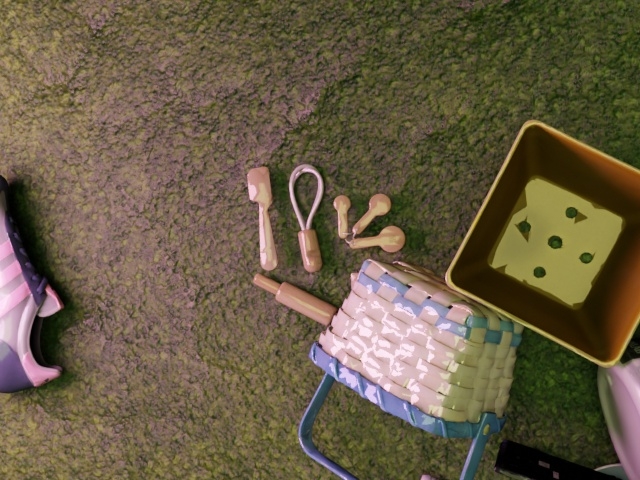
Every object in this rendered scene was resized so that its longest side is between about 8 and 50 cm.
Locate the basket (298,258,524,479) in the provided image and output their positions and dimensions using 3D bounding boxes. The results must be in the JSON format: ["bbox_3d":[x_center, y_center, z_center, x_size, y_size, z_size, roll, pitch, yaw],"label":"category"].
[{"bbox_3d":[0.107,0.188,1.059,0.254,0.201,0.289,31,98,39],"label":"basket"}]

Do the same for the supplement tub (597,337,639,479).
[{"bbox_3d":[0.503,0.179,1.002,0.315,0.193,0.194,-14,87,1],"label":"supplement tub"}]

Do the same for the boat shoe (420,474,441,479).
[{"bbox_3d":[0.136,0.406,1.151,0.063,0.066,0.184,17,83,11],"label":"boat shoe"}]

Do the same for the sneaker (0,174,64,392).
[{"bbox_3d":[-0.432,0.056,1.239,0.131,0.112,0.319,-2,92,-7],"label":"sneaker"}]

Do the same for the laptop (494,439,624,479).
[{"bbox_3d":[0.316,0.348,1.001,0.264,0.234,0.137,17,88,14],"label":"laptop"}]

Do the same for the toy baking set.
[{"bbox_3d":[-0.002,0.007,1.191,0.256,0.030,0.197,22,91,9],"label":"toy baking set"}]

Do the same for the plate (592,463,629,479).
[{"bbox_3d":[0.395,0.380,1.112,0.188,0.024,0.188,-2,84,15],"label":"plate"}]

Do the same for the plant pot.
[{"bbox_3d":[0.293,0.002,1.055,0.212,0.187,0.212,28,94,8],"label":"plant pot"}]
